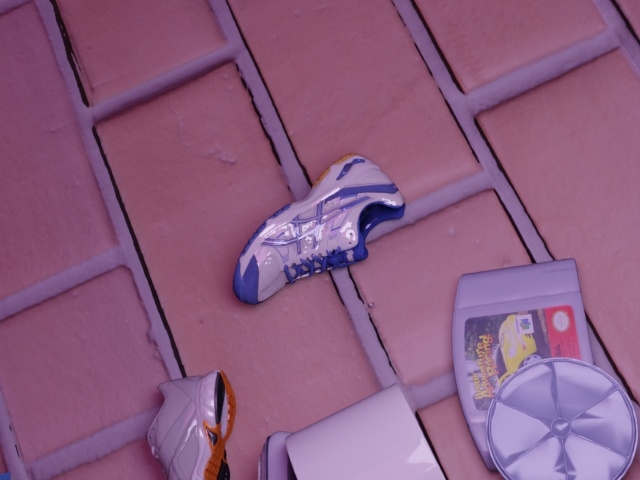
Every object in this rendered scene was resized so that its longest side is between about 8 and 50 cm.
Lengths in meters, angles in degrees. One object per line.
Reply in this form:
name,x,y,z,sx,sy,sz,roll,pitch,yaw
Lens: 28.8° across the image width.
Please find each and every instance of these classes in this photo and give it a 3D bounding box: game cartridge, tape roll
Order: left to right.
tape roll,0.079,0.331,1.631,0.169,0.246,0.246,-25,63,0
game cartridge,0.287,0.174,1.764,0.196,0.060,0.294,-11,64,12

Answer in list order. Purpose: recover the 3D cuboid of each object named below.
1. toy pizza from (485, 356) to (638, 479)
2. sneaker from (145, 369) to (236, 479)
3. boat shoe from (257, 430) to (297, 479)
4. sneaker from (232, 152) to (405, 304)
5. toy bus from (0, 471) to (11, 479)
toy pizza,0.323,0.255,1.673,0.201,0.032,0.201,-4,66,10
sneaker,-0.197,0.316,1.791,0.121,0.099,0.262,-6,57,18
boat shoe,-0.093,0.445,1.691,0.157,0.136,0.367,-6,75,13
sneaker,0.000,0.000,1.872,0.296,0.112,0.131,-45,65,-8
toy bus,-0.516,0.442,1.788,0.104,0.191,0.202,-38,52,44
